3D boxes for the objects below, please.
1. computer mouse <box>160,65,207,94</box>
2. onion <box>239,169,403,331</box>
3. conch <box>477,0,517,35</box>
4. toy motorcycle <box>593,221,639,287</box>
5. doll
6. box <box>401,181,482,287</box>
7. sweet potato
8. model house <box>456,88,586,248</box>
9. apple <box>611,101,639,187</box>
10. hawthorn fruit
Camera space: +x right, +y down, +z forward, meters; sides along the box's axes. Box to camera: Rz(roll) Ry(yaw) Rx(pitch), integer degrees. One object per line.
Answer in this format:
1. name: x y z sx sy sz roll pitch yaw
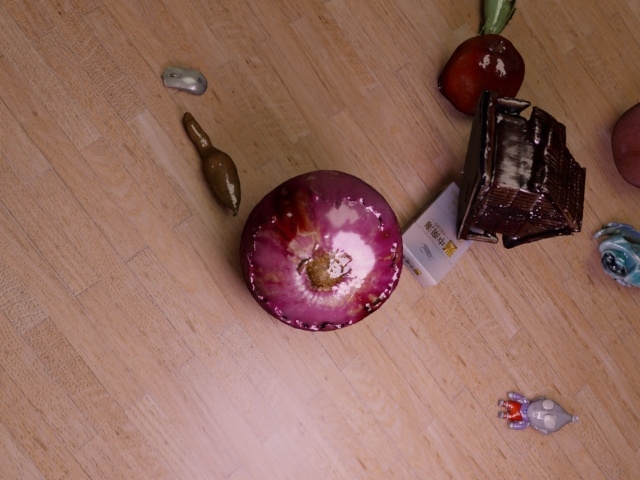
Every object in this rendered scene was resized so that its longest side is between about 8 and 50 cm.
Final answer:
1. computer mouse: -0.311 -0.371 1.633 0.110 0.032 0.056 9 75 -22
2. onion: -0.001 0.026 1.566 0.358 0.345 0.359 0 88 -9
3. conch: 0.513 -0.652 2.042 0.105 0.079 0.170 15 89 -14
4. toy motorcycle: 0.902 0.048 2.041 0.260 0.154 0.206 15 50 -17
5. doll: 0.566 0.451 1.840 0.227 0.075 0.102 12 65 -9
6. box: 0.303 -0.016 1.817 0.155 0.067 0.243 47 64 -7
7. sweet potato: -0.236 -0.174 1.610 0.074 0.075 0.270 -24 79 -26
8. model house: 0.497 -0.160 1.723 0.282 0.297 0.317 7 69 2
9. apple: 0.997 -0.286 2.092 0.305 0.235 0.306 5 77 -20
10. hawthorn fruit: 0.437 -0.448 1.879 0.215 0.250 0.215 4 58 -6
